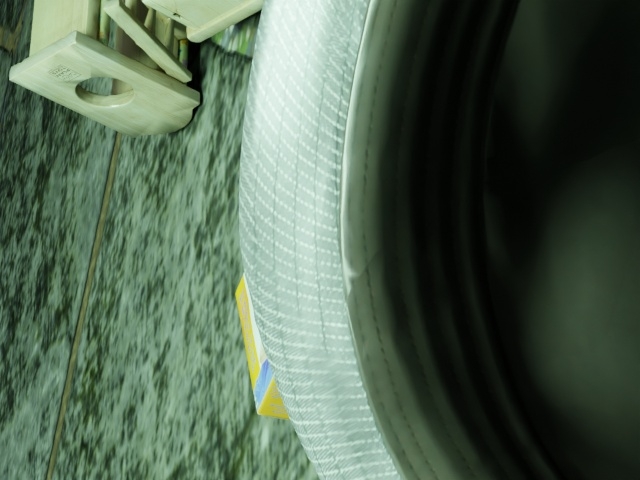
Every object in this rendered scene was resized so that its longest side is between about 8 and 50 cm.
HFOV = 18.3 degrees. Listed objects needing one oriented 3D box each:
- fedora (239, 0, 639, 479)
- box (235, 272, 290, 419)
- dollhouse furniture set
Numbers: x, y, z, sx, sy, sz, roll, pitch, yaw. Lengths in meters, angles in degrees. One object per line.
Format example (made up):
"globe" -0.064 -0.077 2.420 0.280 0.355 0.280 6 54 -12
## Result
"fedora" 0.096 -0.018 0.418 0.275 0.124 0.244 31 112 61
"box" 0.000 0.000 0.838 0.081 0.028 0.136 -104 28 -50
"dollhouse furniture set" -0.077 -0.175 1.107 0.161 0.101 0.182 -23 55 39
